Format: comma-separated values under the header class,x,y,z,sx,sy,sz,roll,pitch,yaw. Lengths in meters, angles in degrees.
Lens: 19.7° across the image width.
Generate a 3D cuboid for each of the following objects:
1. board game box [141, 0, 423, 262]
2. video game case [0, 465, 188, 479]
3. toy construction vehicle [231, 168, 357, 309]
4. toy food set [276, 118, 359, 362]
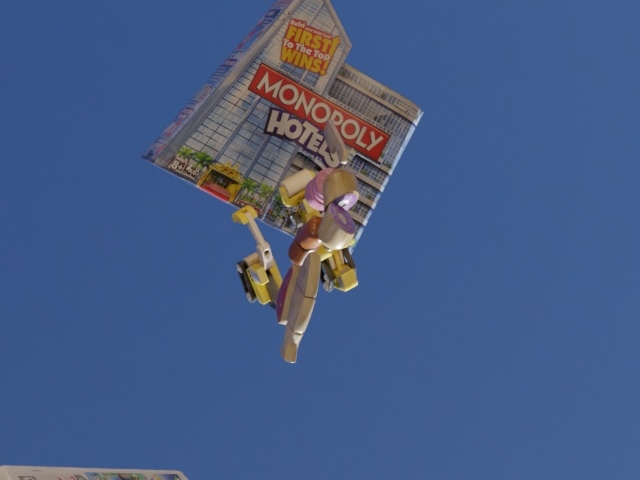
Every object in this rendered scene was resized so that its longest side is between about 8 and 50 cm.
class,x,y,z,sx,sy,sz,roll,pitch,yaw
board game box,-0.013,-0.106,1.495,0.194,0.060,0.194,27,-91,-18
video game case,-0.075,0.130,0.782,0.087,0.011,0.122,48,-161,29
toy construction vehicle,-0.016,0.006,1.307,0.086,0.035,0.098,-27,-62,-21
toy food set,0.000,0.000,1.011,0.019,0.122,0.078,12,-160,-14
